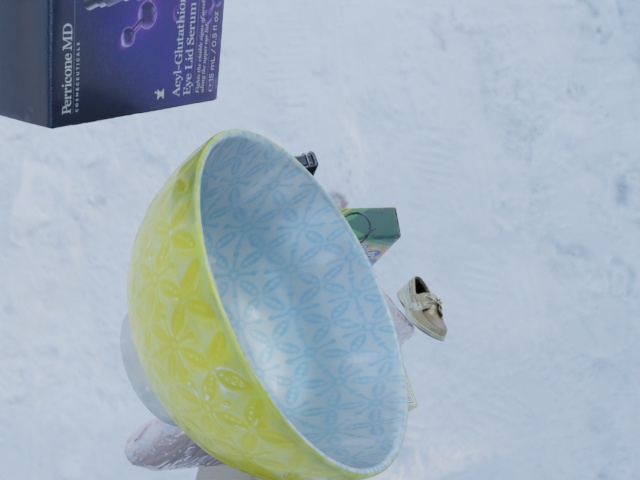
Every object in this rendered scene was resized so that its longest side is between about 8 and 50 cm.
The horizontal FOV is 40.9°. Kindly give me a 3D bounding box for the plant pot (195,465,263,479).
[{"bbox_3d":[-0.116,0.331,1.281,0.109,0.109,0.096,-2,82,27],"label":"plant pot"}]

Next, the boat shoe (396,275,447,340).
[{"bbox_3d":[0.150,0.094,1.231,0.050,0.135,0.045,24,107,-28],"label":"boat shoe"}]

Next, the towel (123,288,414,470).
[{"bbox_3d":[-0.042,0.169,1.055,0.332,0.317,0.053,-37,72,3],"label":"towel"}]

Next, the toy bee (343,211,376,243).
[{"bbox_3d":[0.045,0.083,1.836,0.298,0.162,0.195,-43,89,15],"label":"toy bee"}]

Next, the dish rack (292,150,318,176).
[{"bbox_3d":[-0.040,0.008,1.466,0.074,0.208,0.271,-4,57,-21],"label":"dish rack"}]

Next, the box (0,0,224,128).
[{"bbox_3d":[-0.181,-0.186,0.701,0.108,0.153,0.207,17,24,26],"label":"box"}]

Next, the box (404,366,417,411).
[{"bbox_3d":[0.023,0.316,1.686,0.243,0.213,0.117,10,50,-40],"label":"box"}]

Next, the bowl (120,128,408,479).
[{"bbox_3d":[-0.066,0.072,0.698,0.156,0.289,0.289,-26,66,23],"label":"bowl"}]

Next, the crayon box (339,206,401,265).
[{"bbox_3d":[0.000,0.000,2.008,0.323,0.203,0.083,-2,69,-17],"label":"crayon box"}]
